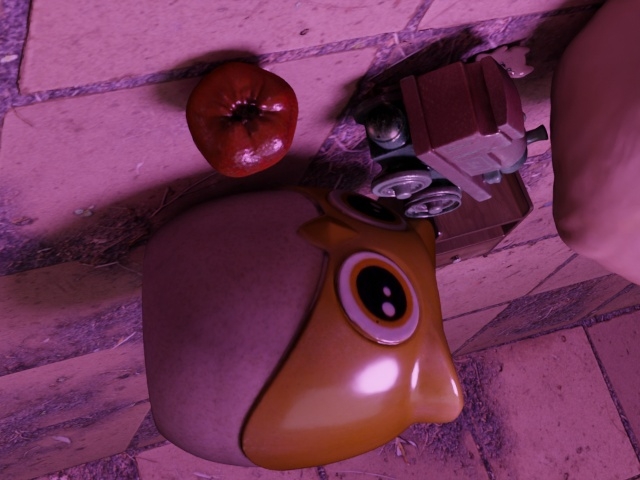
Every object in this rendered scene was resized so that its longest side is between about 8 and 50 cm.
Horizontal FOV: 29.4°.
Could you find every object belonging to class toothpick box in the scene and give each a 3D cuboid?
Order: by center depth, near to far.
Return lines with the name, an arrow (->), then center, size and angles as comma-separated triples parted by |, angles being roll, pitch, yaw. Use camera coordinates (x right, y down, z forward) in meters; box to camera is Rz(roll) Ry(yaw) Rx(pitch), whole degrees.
toothpick box -> -0.027, 0.117, 1.745 | 0.425, 0.409, 0.409 | -3, 161, -2

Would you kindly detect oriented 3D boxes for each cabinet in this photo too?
cabinet -> 0.212, -0.047, 1.990 | 0.174, 0.148, 0.215 | -15, 163, -20

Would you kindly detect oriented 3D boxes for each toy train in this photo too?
toy train -> 0.182, -0.136, 1.658 | 0.221, 0.150, 0.304 | -18, 163, 20

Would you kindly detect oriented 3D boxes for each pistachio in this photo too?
pistachio -> 0.450, -0.145, 1.629 | 0.281, 0.365, 0.446 | -11, 131, -28

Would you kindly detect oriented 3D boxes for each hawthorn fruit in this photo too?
hawthorn fruit -> -0.089, -0.142, 1.416 | 0.132, 0.133, 0.138 | -19, 178, -6

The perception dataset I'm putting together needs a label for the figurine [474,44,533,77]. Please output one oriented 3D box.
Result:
figurine -> 0.245, -0.233, 1.649 | 0.083, 0.047, 0.050 | -4, 165, -2
